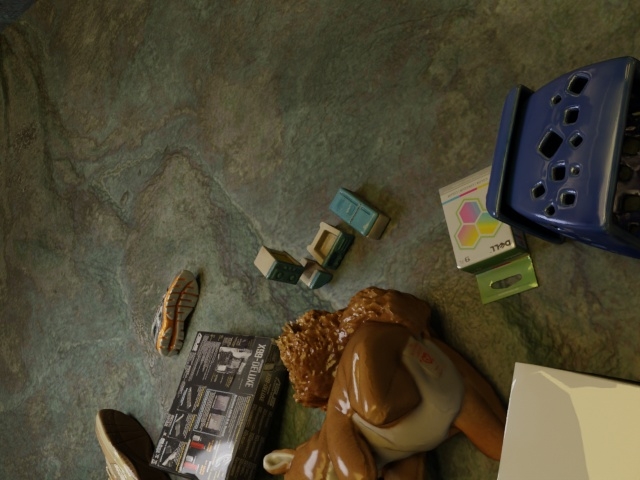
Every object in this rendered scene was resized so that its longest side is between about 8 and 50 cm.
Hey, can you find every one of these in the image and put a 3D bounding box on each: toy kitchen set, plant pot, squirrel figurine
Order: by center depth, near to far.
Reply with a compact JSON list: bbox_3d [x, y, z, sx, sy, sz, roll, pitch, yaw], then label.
[{"bbox_3d":[0.382,-0.107,1.023,0.212,0.235,0.236,6,83,48],"label":"plant pot"},{"bbox_3d":[0.067,0.291,1.216,0.370,0.280,0.397,-54,35,30],"label":"squirrel figurine"},{"bbox_3d":[0.000,0.000,1.371,0.122,0.166,0.207,39,105,41],"label":"toy kitchen set"}]

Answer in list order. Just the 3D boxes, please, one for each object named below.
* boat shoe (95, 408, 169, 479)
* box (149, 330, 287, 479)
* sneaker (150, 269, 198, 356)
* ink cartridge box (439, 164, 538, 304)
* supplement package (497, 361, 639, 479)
[{"bbox_3d":[-0.456,0.541,1.665,0.341,0.121,0.110,45,108,38],"label":"boat shoe"},{"bbox_3d":[-0.207,0.347,1.472,0.242,0.076,0.308,-2,61,40],"label":"box"},{"bbox_3d":[-0.364,0.169,1.710,0.083,0.084,0.215,24,96,48],"label":"sneaker"},{"bbox_3d":[0.282,-0.009,1.193,0.109,0.062,0.209,-25,64,34],"label":"ink cartridge box"},{"bbox_3d":[0.378,0.276,0.895,0.199,0.262,0.198,6,83,42],"label":"supplement package"}]
